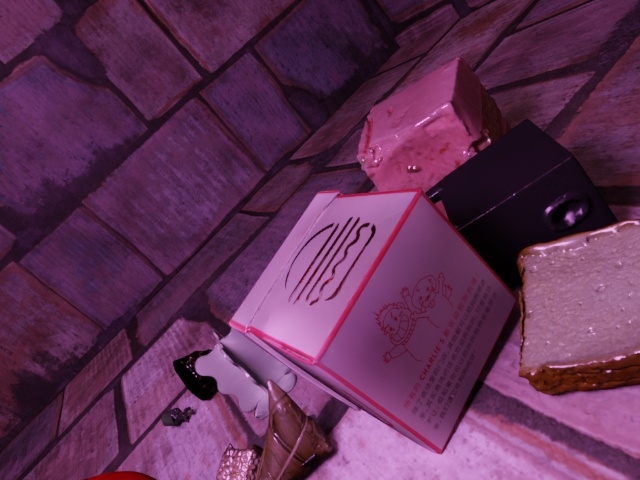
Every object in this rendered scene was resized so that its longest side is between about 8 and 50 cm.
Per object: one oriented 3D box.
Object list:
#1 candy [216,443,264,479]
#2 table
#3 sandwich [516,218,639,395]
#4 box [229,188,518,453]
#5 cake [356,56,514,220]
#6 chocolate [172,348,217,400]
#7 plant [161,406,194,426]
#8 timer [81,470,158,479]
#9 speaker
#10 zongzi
[{"bbox_3d":[-0.156,0.462,0.912,0.095,0.085,0.110,-16,43,37],"label":"candy"},{"bbox_3d":[-0.180,0.298,1.098,0.166,0.198,0.166,-35,23,17],"label":"table"},{"bbox_3d":[0.399,0.089,0.661,0.226,0.087,0.251,-28,28,37],"label":"sandwich"},{"bbox_3d":[0.090,0.120,0.801,0.314,0.312,0.300,-56,27,-17],"label":"box"},{"bbox_3d":[0.295,-0.218,1.124,0.314,0.307,0.293,-26,28,36],"label":"cake"},{"bbox_3d":[-0.327,0.370,1.344,0.133,0.156,0.156,-34,13,-37],"label":"chocolate"},{"bbox_3d":[-0.397,0.498,1.304,0.102,0.051,0.051,-18,29,19],"label":"plant"},{"bbox_3d":[-0.379,0.596,0.772,0.378,0.279,0.378,-37,20,16],"label":"timer"},{"bbox_3d":[0.365,-0.061,0.879,0.254,0.184,0.232,-37,22,21],"label":"speaker"},{"bbox_3d":[-0.099,0.376,0.849,0.189,0.178,0.081,-43,4,-1],"label":"zongzi"}]
